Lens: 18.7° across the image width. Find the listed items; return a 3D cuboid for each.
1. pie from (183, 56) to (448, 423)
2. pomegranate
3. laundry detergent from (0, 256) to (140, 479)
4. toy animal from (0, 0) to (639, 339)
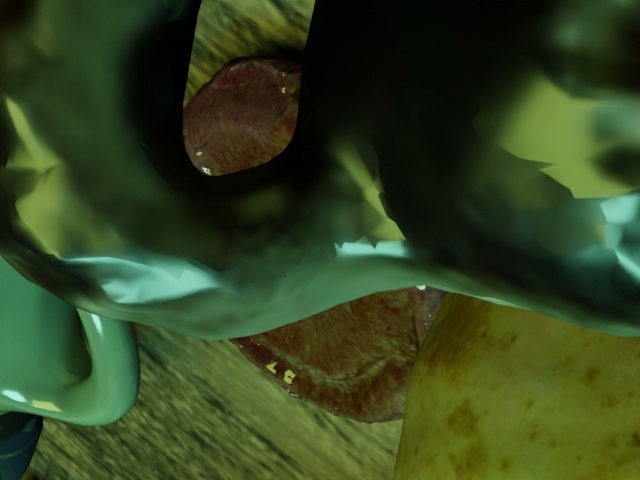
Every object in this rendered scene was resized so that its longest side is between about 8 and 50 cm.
[{"bbox_3d":[0.000,0.000,0.876,0.182,0.049,0.182,31,140,31],"label":"pie"},{"bbox_3d":[0.125,0.079,0.690,0.207,0.207,0.207,25,135,29],"label":"pomegranate"},{"bbox_3d":[-0.185,0.013,1.022,0.215,0.105,0.280,11,125,37],"label":"laundry detergent"},{"bbox_3d":[0.077,-0.130,0.403,0.194,0.303,0.344,-161,75,-79],"label":"toy animal"}]
